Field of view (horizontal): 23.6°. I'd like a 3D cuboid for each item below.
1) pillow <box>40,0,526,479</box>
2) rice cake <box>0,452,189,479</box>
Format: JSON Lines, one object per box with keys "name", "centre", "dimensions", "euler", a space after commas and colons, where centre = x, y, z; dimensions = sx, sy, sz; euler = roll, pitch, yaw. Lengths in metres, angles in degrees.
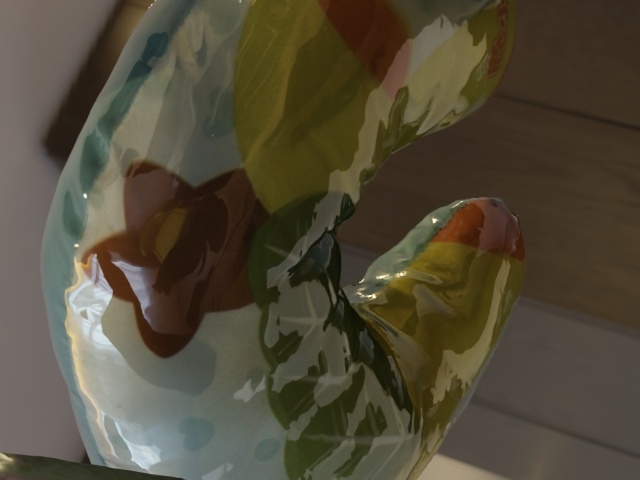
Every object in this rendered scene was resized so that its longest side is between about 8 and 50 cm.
{"name": "pillow", "centre": [0.000, 0.000, 0.504], "dimensions": [0.214, 0.086, 0.233], "euler": [-39, -44, -36]}
{"name": "rice cake", "centre": [-0.096, 0.068, 0.373], "dimensions": [0.033, 0.208, 0.033], "euler": [-60, 29, 33]}
